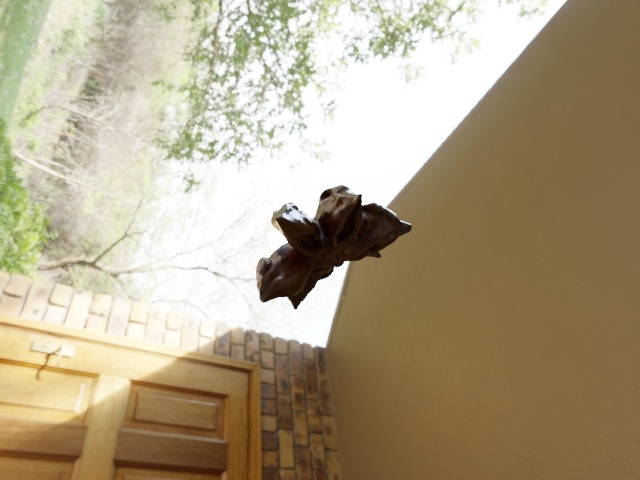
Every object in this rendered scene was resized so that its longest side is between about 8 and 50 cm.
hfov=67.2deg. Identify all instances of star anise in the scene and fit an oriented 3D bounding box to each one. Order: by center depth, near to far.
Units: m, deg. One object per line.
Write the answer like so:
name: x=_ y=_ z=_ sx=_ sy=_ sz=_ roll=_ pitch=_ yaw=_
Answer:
star anise: x=-0.002 y=0.004 z=0.601 sx=0.212 sy=0.196 sz=0.111 roll=-36 pitch=-100 yaw=38
